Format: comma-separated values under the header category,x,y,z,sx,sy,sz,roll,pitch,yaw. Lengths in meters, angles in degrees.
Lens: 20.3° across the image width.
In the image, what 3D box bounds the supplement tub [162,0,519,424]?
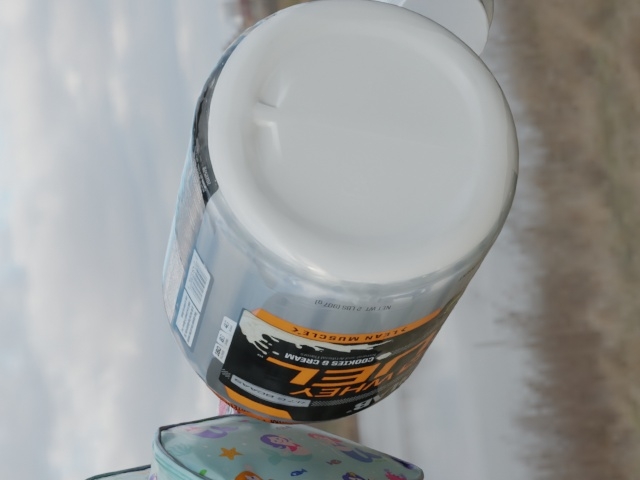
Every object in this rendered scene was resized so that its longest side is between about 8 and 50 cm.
category,x,y,z,sx,sy,sz,roll,pitch,yaw
supplement tub,0.000,0.000,1.149,0.316,0.193,0.194,111,156,-66

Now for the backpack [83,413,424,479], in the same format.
category,x,y,z,sx,sy,sz,roll,pitch,yaw
backpack,-0.056,0.229,1.295,0.225,0.253,0.191,-4,-78,-55

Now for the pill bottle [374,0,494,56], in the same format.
category,x,y,z,sx,sy,sz,roll,pitch,yaw
pill bottle,0.096,-0.232,1.687,0.221,0.124,0.124,-102,5,-63

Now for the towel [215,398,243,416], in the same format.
category,x,y,z,sx,sy,sz,roll,pitch,yaw
towel,-0.070,0.124,1.543,0.197,0.029,0.144,121,166,-56
